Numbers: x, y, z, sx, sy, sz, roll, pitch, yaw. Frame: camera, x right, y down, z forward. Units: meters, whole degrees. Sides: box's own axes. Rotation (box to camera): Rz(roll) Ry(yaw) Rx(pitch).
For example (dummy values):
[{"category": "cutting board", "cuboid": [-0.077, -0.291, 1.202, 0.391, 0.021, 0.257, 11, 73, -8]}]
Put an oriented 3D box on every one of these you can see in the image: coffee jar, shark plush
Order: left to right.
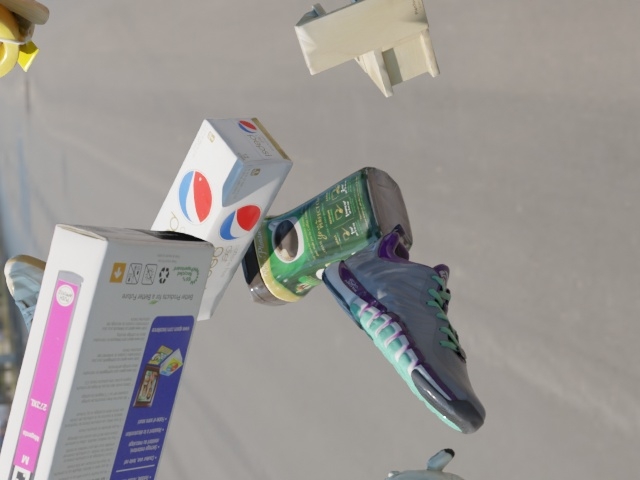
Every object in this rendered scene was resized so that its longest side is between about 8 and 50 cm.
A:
[{"category": "coffee jar", "cuboid": [0.000, 0.000, 1.551, 0.184, 0.079, 0.096, -24, 66, 29]}, {"category": "shark plush", "cuboid": [0.097, 0.293, 1.643, 0.073, 0.161, 0.067, -104, -6, -47]}]

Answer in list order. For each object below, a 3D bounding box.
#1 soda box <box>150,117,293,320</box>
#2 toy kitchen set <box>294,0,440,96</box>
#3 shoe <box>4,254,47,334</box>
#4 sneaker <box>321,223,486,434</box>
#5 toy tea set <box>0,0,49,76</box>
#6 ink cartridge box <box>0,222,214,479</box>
[{"category": "soda box", "cuboid": [-0.111, -0.018, 1.479, 0.074, 0.069, 0.216, 50, 128, 30]}, {"category": "toy kitchen set", "cuboid": [0.013, -0.126, 0.808, 0.075, 0.068, 0.083, -122, 11, -54]}, {"category": "shoe", "cuboid": [-0.314, 0.109, 1.846, 0.077, 0.219, 0.058, -28, 20, 35]}, {"category": "sneaker", "cuboid": [0.093, 0.070, 1.321, 0.223, 0.098, 0.083, 48, 175, 37]}, {"category": "toy tea set", "cuboid": [-0.266, -0.233, 1.107, 0.336, 0.200, 0.124, -51, 27, 37]}, {"category": "ink cartridge box", "cuboid": [-0.202, 0.170, 1.322, 0.176, 0.069, 0.370, 5, -82, -63]}]
